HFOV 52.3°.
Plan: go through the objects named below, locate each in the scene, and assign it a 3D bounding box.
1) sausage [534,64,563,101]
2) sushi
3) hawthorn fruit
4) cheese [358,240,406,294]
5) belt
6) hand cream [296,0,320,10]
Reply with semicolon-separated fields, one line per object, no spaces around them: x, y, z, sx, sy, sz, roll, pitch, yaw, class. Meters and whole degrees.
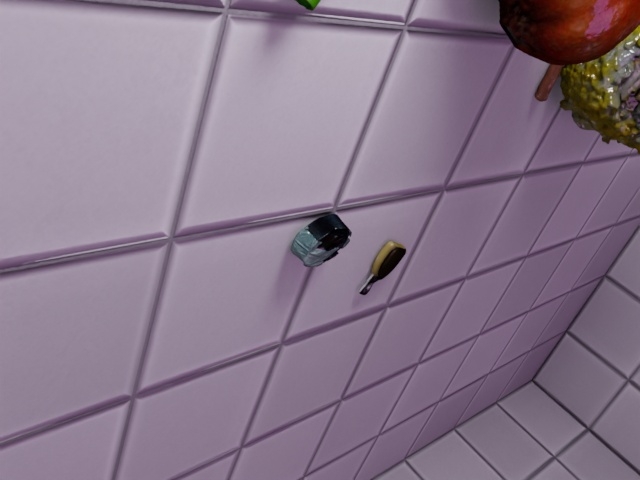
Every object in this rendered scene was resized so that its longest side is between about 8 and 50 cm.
0.581;-0.421;1.624;0.036;0.042;0.158;14;119;-12;sausage
0.806;-0.402;1.637;0.396;0.240;0.351;22;114;-32;sushi
0.470;-0.476;1.196;0.311;0.295;0.295;-42;154;28;hawthorn fruit
0.152;0.074;1.657;0.162;0.036;0.086;-55;151;13;cheese
0.000;0.000;1.372;0.140;0.058;0.105;-23;147;-39;belt
0.047;-0.461;0.934;0.275;0.050;0.079;-56;173;4;hand cream
